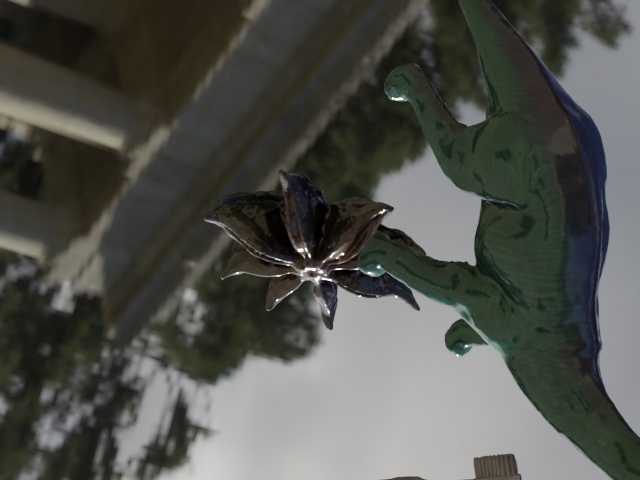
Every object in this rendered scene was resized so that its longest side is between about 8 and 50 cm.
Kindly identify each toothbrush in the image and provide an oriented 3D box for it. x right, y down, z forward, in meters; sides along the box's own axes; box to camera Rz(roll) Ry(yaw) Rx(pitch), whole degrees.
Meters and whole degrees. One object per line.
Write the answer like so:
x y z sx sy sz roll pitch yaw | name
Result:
0.075 0.246 1.705 0.354 0.024 0.029 -16 -101 50 | toothbrush

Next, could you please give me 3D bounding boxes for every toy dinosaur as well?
0.171 0.000 1.043 0.331 0.129 0.384 25 -62 52 | toy dinosaur

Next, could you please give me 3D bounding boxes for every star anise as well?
0.000 0.000 1.430 0.181 0.204 0.061 107 -7 -53 | star anise
